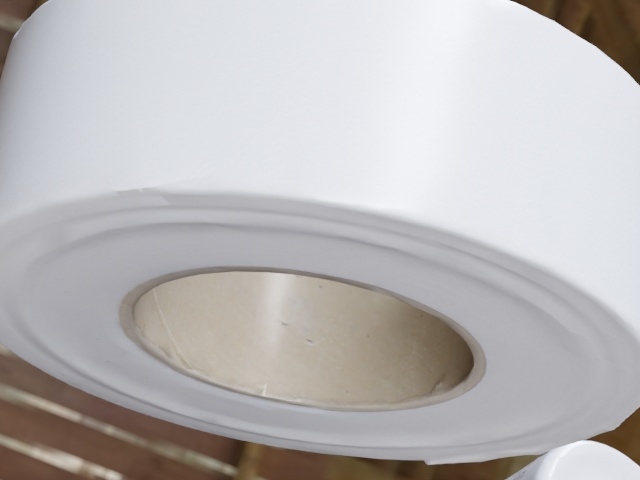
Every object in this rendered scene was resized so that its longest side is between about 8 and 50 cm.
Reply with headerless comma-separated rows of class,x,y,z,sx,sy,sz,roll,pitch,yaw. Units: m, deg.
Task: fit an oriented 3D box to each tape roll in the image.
tape roll,0.000,0.000,0.785,0.286,0.286,0.100,121,-20,-64

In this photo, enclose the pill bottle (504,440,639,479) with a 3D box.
pill bottle,0.150,0.254,1.456,0.229,0.131,0.131,-42,-158,44
